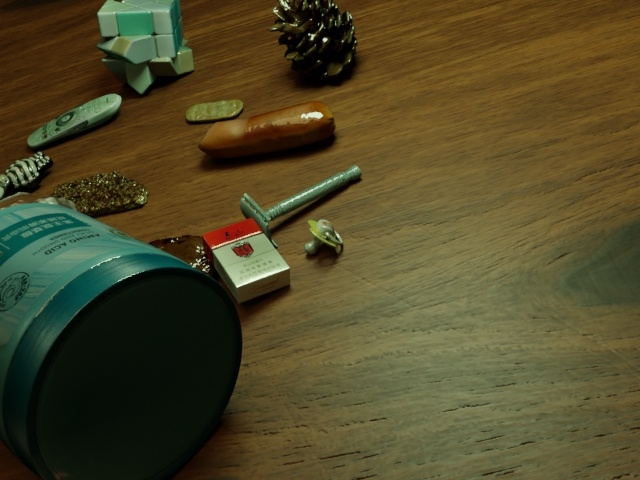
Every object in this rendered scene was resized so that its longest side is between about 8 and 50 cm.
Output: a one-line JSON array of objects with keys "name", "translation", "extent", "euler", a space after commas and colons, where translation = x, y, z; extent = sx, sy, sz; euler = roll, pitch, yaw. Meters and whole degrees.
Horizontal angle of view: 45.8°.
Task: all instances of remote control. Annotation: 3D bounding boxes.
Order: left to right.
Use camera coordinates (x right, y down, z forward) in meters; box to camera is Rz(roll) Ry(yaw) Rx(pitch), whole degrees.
[{"name": "remote control", "translation": [-0.604, -0.292, 1.868], "extent": [0.256, 0.045, 0.097], "euler": [-23, 40, 1]}]

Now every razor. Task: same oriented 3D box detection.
[{"name": "razor", "translation": [-0.024, -0.079, 1.410], "extent": [0.232, 0.068, 0.106], "euler": [-26, 42, -17]}]

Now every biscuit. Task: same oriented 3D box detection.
[{"name": "biscuit", "translation": [-0.476, -0.100, 1.623], "extent": [0.236, 0.026, 0.131], "euler": [-11, 43, 11]}, {"name": "biscuit", "translation": [-0.276, 0.053, 1.362], "extent": [0.192, 0.049, 0.192], "euler": [-8, 40, 6]}, {"name": "biscuit", "translation": [-0.247, -0.300, 1.755], "extent": [0.147, 0.018, 0.071], "euler": [-3, 45, 20]}]

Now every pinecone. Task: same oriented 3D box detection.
[{"name": "pinecone", "translation": [-0.010, -0.467, 1.706], "extent": [0.184, 0.204, 0.179], "euler": [14, 70, 33]}]

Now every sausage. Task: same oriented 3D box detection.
[{"name": "sausage", "translation": [-0.111, -0.222, 1.572], "extent": [0.300, 0.083, 0.089], "euler": [-9, 48, 16]}]

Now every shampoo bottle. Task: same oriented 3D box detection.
[{"name": "shampoo bottle", "translation": [-0.345, 0.141, 1.084], "extent": [0.342, 0.331, 0.331], "euler": [21, 55, 39]}]

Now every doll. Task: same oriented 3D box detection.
[{"name": "doll", "translation": [-0.702, -0.124, 1.707], "extent": [0.091, 0.067, 0.219], "euler": [30, 62, 28]}]

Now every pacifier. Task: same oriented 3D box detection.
[{"name": "pacifier", "translation": [0.000, 0.000, 1.320], "extent": [0.064, 0.068, 0.083], "euler": [-51, 19, 15]}]

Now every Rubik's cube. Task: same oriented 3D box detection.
[{"name": "Rubik's cube", "translation": [-0.435, -0.494, 1.908], "extent": [0.224, 0.213, 0.265], "euler": [-1, 31, 0]}]

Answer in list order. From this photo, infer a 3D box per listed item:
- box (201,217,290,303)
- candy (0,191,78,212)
[{"name": "box", "translation": [-0.129, 0.032, 1.305], "extent": [0.100, 0.048, 0.152], "euler": [-18, 47, -24]}, {"name": "candy", "translation": [-0.532, 0.042, 1.348], "extent": [0.157, 0.214, 0.289], "euler": [7, 48, 20]}]
